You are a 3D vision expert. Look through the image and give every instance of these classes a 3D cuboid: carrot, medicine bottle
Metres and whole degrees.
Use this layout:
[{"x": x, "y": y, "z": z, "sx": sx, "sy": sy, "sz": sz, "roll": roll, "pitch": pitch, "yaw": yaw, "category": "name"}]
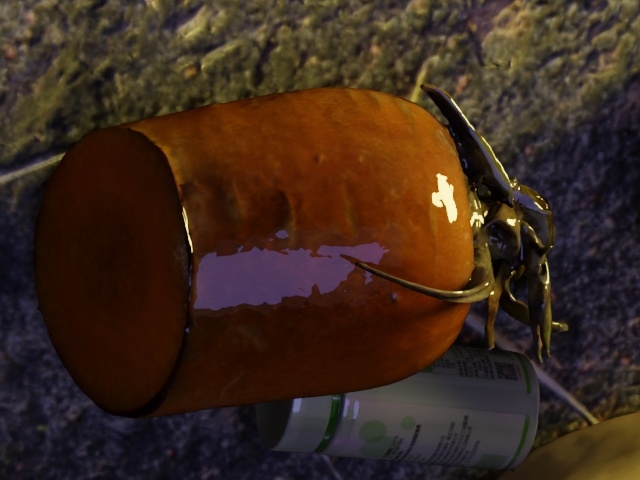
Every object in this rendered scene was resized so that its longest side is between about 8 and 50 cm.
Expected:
[{"x": 0.000, "y": 0.000, "z": 1.238, "sx": 0.331, "sy": 0.214, "sz": 0.193, "roll": -6, "pitch": 80, "yaw": -18, "category": "carrot"}, {"x": 0.054, "y": 0.111, "z": 1.367, "sx": 0.183, "sy": 0.086, "sz": 0.086, "roll": 7, "pitch": 110, "yaw": -19, "category": "medicine bottle"}]

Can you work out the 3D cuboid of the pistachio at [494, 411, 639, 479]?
[{"x": 0.250, "y": 0.220, "z": 1.423, "sx": 0.318, "sy": 0.214, "sz": 0.193, "roll": -26, "pitch": 161, "yaw": -15, "category": "pistachio"}]
